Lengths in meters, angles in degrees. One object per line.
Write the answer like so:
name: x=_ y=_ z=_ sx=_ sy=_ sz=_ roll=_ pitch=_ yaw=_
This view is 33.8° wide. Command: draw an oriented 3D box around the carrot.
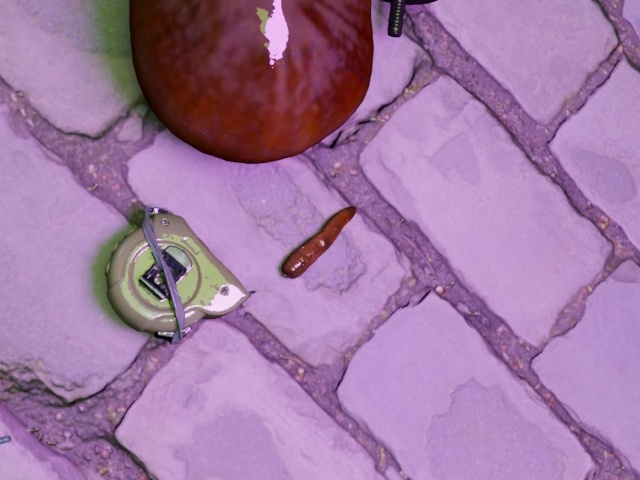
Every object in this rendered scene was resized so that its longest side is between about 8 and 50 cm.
carrot: x=0.001 y=0.001 z=1.638 sx=0.165 sy=0.036 sz=0.035 roll=-43 pitch=97 yaw=-18

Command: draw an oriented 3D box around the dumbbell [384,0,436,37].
dumbbell: x=0.136 y=-0.479 z=1.662 sx=0.143 sy=0.143 sz=0.325 roll=10 pitch=82 yaw=-15

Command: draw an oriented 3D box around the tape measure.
tape measure: x=-0.222 y=0.055 z=1.531 sx=0.175 sy=0.106 sz=0.200 roll=-41 pitch=94 yaw=-19

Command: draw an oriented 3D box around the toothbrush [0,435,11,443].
toothbrush: x=-0.518 y=0.296 z=1.473 sx=0.167 sy=0.014 sz=0.011 roll=-11 pitch=79 yaw=-16

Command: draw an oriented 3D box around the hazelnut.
hazelnut: x=-0.087 y=-0.314 z=1.498 sx=0.359 sy=0.359 sz=0.409 roll=-4 pitch=95 yaw=-16
